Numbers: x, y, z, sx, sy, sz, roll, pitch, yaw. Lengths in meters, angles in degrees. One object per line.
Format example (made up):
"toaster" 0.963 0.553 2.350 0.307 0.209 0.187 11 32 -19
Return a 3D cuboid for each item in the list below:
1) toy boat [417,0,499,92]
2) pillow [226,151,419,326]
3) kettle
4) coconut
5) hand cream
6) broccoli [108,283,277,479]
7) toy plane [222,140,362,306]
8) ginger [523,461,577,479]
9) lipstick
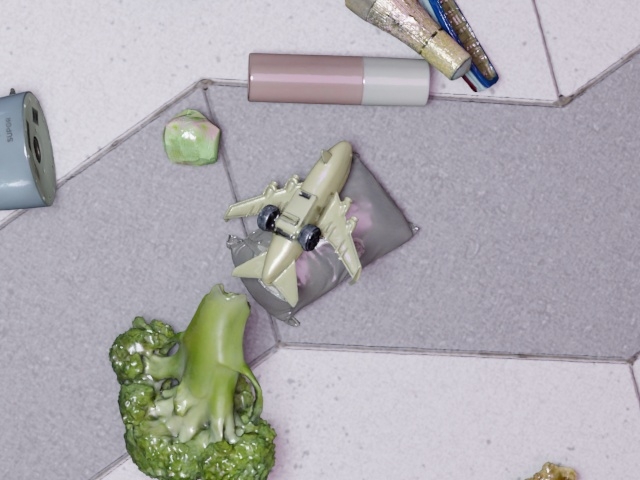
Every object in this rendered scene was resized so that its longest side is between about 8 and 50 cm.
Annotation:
"toy boat" 0.181 -0.315 1.837 0.046 0.080 0.229 -29 98 32
"pillow" 0.000 0.000 1.844 0.255 0.059 0.169 -36 94 -1
"kettle" -0.502 -0.133 1.751 0.243 0.160 0.210 -8 76 1
"coconut" -0.183 -0.144 1.806 0.082 0.083 0.081 -3 97 -46
"hand cream" 0.132 -0.302 1.797 0.203 0.084 0.084 41 89 9
"broccoli" -0.171 0.195 1.791 0.254 0.186 0.302 6 95 34
"toy plane" -0.022 -0.035 1.777 0.229 0.092 0.244 25 84 25
"ginger" 0.303 0.403 1.908 0.193 0.052 0.176 23 92 -14
"lipstick" 0.025 -0.228 1.822 0.254 0.070 0.070 1 94 -5
